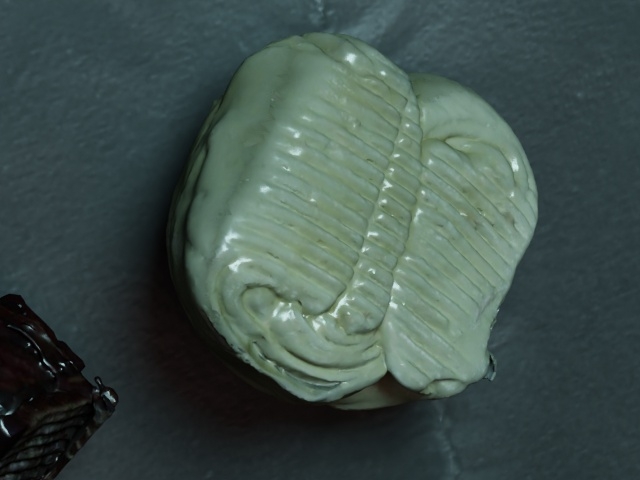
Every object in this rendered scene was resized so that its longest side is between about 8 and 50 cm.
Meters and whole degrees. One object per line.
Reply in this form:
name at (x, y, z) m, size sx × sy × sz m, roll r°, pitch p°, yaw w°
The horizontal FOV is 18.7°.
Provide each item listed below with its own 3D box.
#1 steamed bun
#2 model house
steamed bun at (0.002, 0.001, 1.086) m, size 0.211 × 0.144 × 0.218 m, roll 32°, pitch 61°, yaw -28°
model house at (-0.229, 0.097, 1.058) m, size 0.203 × 0.141 × 0.164 m, roll -40°, pitch 134°, yaw 16°
